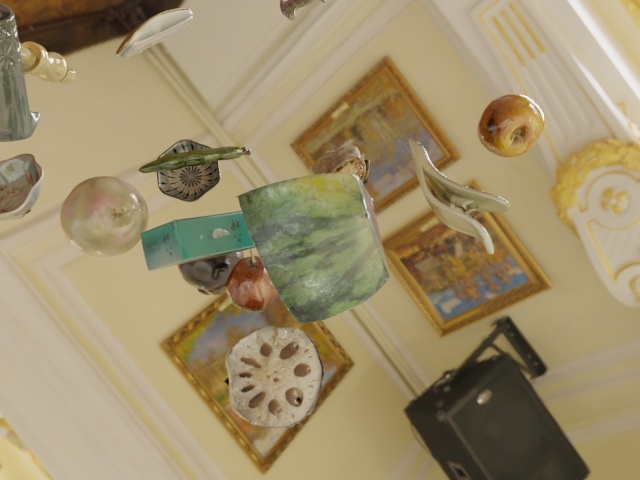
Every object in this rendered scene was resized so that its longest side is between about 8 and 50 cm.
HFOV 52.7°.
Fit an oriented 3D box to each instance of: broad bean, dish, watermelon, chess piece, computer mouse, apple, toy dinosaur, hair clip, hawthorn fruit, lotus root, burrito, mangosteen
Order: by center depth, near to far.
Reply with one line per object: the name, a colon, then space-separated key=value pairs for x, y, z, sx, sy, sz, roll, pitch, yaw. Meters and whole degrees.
watermelon: x=0.000 y=0.000 z=1.180 sx=0.213 sy=0.261 sz=0.201 roll=-16 pitch=-170 yaw=12
computer mouse: x=-0.357 y=-0.450 z=1.383 sx=0.102 sy=0.045 sz=0.199 roll=-17 pitch=-158 yaw=50
hair clip: x=0.293 y=-0.088 z=1.425 sx=0.113 sy=0.282 sz=0.172 roll=-53 pitch=154 yaw=-2
apple: x=0.420 y=-0.253 z=1.430 sx=0.146 sy=0.146 sz=0.146 roll=-37 pitch=-177 yaw=2
broad bean: x=-0.321 y=-0.211 z=1.659 sx=0.298 sy=0.043 sz=0.060 roll=-11 pitch=-179 yaw=-12
lotus root: x=-0.139 y=0.353 z=1.666 sx=0.272 sy=0.272 sz=0.192 roll=-39 pitch=-176 yaw=-30
burrito: x=0.050 y=-0.175 z=1.698 sx=0.175 sy=0.107 sz=0.347 roll=-38 pitch=-163 yaw=14
dish: x=-0.818 y=-0.122 z=1.718 sx=0.229 sy=0.229 sz=0.081 roll=-38 pitch=142 yaw=-8
hawthorn fruit: x=-0.173 y=0.109 z=1.740 sx=0.189 sy=0.149 sz=0.149 roll=-54 pitch=173 yaw=36
toy dinosaur: x=-0.007 y=-0.717 z=1.754 sx=0.077 sy=0.162 sz=0.294 roll=72 pitch=38 yaw=-55
dish: x=-0.371 y=-0.189 z=1.834 sx=0.191 sy=0.190 sz=0.066 roll=-38 pitch=168 yaw=-10
mangosteen: x=-0.323 y=0.067 z=1.918 sx=0.210 sy=0.210 sz=0.210 roll=-37 pitch=-177 yaw=2
chess piece: x=-0.869 y=-0.541 z=1.942 sx=0.117 sy=0.117 sz=0.397 roll=-37 pitch=175 yaw=8

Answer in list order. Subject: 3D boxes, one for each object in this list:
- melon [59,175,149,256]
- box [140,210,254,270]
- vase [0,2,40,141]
melon: x=-0.589 y=-0.065 z=1.760 sx=0.223 sy=0.223 sz=0.317 roll=-39 pitch=-163 yaw=-22
box: x=-0.262 y=-0.004 z=1.472 sx=0.245 sy=0.092 sz=0.153 roll=-11 pitch=177 yaw=-45
vase: x=-0.730 y=-0.361 z=1.411 sx=0.251 sy=0.156 sz=0.301 roll=-32 pitch=153 yaw=-43
